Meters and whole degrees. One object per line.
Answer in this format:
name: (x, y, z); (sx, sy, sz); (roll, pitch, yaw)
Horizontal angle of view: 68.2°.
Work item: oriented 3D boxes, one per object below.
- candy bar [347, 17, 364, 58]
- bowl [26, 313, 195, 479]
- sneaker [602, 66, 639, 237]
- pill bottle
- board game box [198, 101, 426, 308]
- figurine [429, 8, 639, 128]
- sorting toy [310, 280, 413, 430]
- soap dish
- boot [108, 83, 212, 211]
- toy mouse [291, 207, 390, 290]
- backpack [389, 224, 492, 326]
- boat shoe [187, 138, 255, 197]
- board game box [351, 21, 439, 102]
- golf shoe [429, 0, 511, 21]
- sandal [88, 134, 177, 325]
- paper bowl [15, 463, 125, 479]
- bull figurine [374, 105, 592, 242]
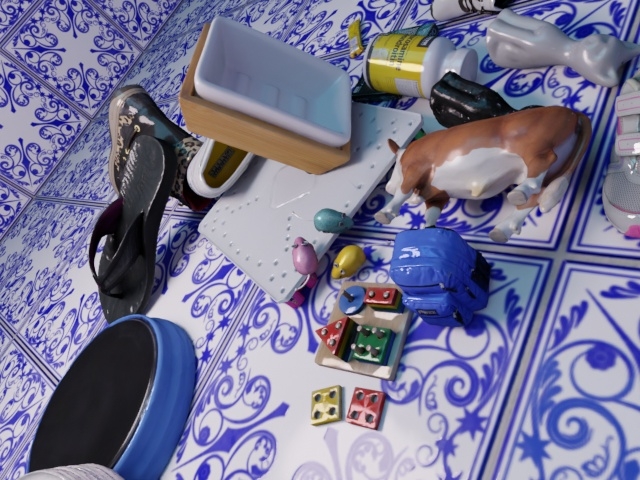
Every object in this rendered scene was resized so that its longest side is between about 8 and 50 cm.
candy bar: (0.085, -0.501, 1.162); (0.040, 0.018, 0.161); (-28, 43, 29)
bowl: (-0.398, 0.317, 0.881); (0.391, 0.077, 0.391); (-25, 43, 26)
sneaker: (0.361, -0.121, 0.506); (0.103, 0.111, 0.252); (4, 61, 45)
pill bottle: (0.174, -0.305, 0.831); (0.184, 0.103, 0.103); (21, 73, 34)
board game box: (-0.037, -0.104, 0.917); (0.390, 0.050, 0.390); (-52, 39, -6)
figurine: (0.306, -0.228, 0.682); (0.215, 0.092, 0.209); (-48, 47, 0)
sorting toy: (0.051, 0.120, 0.648); (0.132, 0.046, 0.274); (-1, 58, 43)
soap dish: (-0.088, -0.250, 0.839); (0.118, 0.291, 0.229); (127, 153, -47)
boot: (-0.394, -0.163, 1.190); (0.284, 0.377, 0.138); (36, 44, 20)
toy mouse: (0.000, 0.000, 0.729); (0.161, 0.031, 0.143); (-40, 76, -2)
backpack: (0.142, 0.042, 0.567); (0.098, 0.120, 0.101); (-10, 52, 37)
boat shoe: (-0.151, -0.253, 0.980); (0.367, 0.136, 0.156); (-58, 23, -9)
board game box: (0.152, -0.366, 0.977); (0.126, 0.026, 0.186); (14, 68, 46)
golf shoe: (0.296, -0.460, 0.883); (0.198, 0.077, 0.094); (-16, 49, 35)
sandal: (-0.439, -0.015, 1.038); (0.167, 0.107, 0.445); (21, 101, 30)
paper bowl: (-0.375, 0.456, 0.622); (0.284, 0.148, 0.284); (-9, 70, 28)
bull figurine: (0.181, -0.087, 0.625); (0.310, 0.101, 0.188); (-11, 43, 49)
